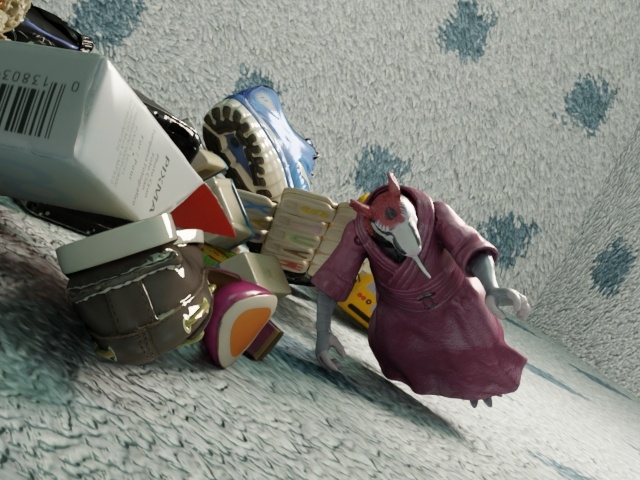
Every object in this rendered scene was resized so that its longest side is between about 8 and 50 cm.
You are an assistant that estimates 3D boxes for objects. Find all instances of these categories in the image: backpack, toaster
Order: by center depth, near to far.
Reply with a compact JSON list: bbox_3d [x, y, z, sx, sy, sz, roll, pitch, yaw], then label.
[{"bbox_3d":[-0.243,-0.100,1.396,0.168,0.186,0.110,23,12,-46],"label":"toaster"},{"bbox_3d":[-0.537,-0.337,2.090,0.276,0.213,0.263,34,11,-18],"label":"backpack"}]

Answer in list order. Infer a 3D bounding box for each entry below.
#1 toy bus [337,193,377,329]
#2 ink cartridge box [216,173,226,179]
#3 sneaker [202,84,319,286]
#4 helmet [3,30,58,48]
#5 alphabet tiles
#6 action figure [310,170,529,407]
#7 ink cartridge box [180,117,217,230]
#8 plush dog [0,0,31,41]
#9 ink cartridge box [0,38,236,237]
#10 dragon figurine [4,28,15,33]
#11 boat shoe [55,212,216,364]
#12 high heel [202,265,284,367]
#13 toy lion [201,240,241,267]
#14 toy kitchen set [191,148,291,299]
[{"bbox_3d":[0.076,0.030,1.940,0.108,0.130,0.333,38,17,-19],"label":"toy bus"},{"bbox_3d":[-0.031,0.008,2.234,0.330,0.071,0.324,29,5,-38],"label":"ink cartridge box"},{"bbox_3d":[-0.046,-0.078,1.811,0.129,0.147,0.330,2,-57,38],"label":"sneaker"},{"bbox_3d":[-0.435,-0.217,1.774,0.169,0.169,0.161,27,22,-18],"label":"helmet"},{"bbox_3d":[0.000,0.000,1.637,0.278,0.021,0.284,15,-20,-4],"label":"alphabet tiles"},{"bbox_3d":[0.125,0.031,1.408,0.248,0.276,0.370,-6,-40,17],"label":"action figure"},{"bbox_3d":[-0.181,-0.082,1.711,0.175,0.072,0.127,80,-11,-81],"label":"ink cartridge box"},{"bbox_3d":[-0.426,-0.205,1.474,0.210,0.262,0.225,-10,11,-23],"label":"plush dog"},{"bbox_3d":[-0.267,-0.058,1.054,0.308,0.091,0.385,10,-18,14],"label":"ink cartridge box"},{"bbox_3d":[-0.544,-0.285,1.831,0.085,0.144,0.289,30,9,18],"label":"dragon figurine"},{"bbox_3d":[-0.137,0.044,0.984,0.324,0.116,0.097,140,-69,-84],"label":"boat shoe"},{"bbox_3d":[-0.098,0.052,1.149,0.117,0.082,0.244,40,1,10],"label":"high heel"},{"bbox_3d":[-0.137,0.024,1.661,0.100,0.034,0.096,26,12,-40],"label":"toy lion"},{"bbox_3d":[-0.162,0.003,1.531,0.207,0.166,0.122,67,15,11],"label":"toy kitchen set"}]
